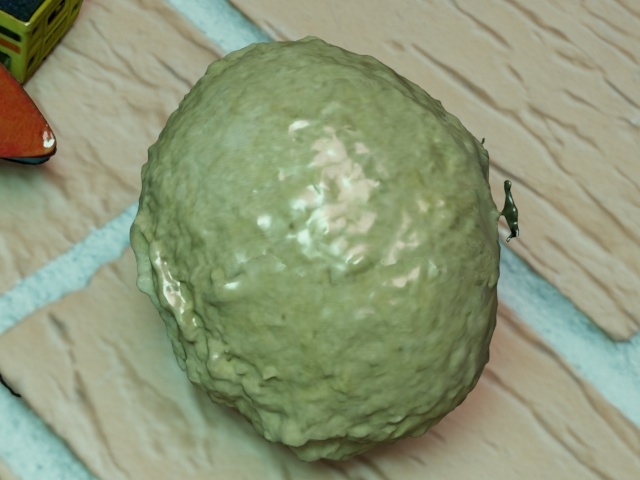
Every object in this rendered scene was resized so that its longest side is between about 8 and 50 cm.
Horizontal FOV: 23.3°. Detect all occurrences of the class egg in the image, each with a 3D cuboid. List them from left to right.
[{"bbox_3d":[0.000,0.000,1.131,0.279,0.279,0.310,-11,69,-19],"label":"egg"}]

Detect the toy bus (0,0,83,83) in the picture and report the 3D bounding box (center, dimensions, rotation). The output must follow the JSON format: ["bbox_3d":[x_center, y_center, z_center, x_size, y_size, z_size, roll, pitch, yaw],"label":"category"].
[{"bbox_3d":[-0.362,-0.262,1.297,0.335,0.123,0.121,27,56,6],"label":"toy bus"}]

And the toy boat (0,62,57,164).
[{"bbox_3d":[-0.374,-0.151,1.234,0.392,0.079,0.136,27,81,7],"label":"toy boat"}]
